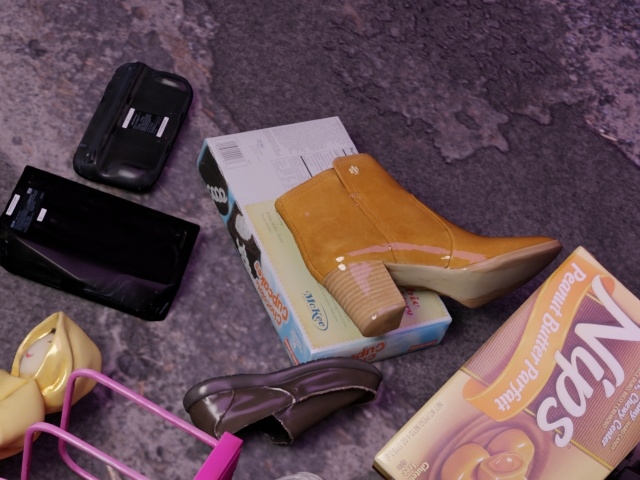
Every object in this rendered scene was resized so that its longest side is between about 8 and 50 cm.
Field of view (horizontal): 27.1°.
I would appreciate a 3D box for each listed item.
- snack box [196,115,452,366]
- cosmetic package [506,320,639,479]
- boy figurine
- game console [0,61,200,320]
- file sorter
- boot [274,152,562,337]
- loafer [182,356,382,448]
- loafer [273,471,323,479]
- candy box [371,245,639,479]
[{"bbox_3d":[0.000,0.000,1.570,0.187,0.060,0.322,-12,58,-26],"label":"snack box"},{"bbox_3d":[0.287,0.193,1.486,0.239,0.099,0.060,30,49,7],"label":"cosmetic package"},{"bbox_3d":[-0.330,0.169,1.261,0.285,0.177,0.092,-33,105,-23],"label":"boy figurine"},{"bbox_3d":[-0.230,-0.077,1.570,0.213,0.044,0.361,20,50,-4],"label":"game console"},{"bbox_3d":[-0.227,0.292,1.175,0.182,0.202,0.291,27,49,8],"label":"file sorter"},{"bbox_3d":[0.113,-0.020,1.517,0.295,0.104,0.211,-16,60,-26],"label":"boot"},{"bbox_3d":[-0.035,0.181,1.413,0.220,0.080,0.078,-8,65,-17],"label":"loafer"},{"bbox_3d":[0.014,0.368,1.258,0.111,0.112,0.319,-19,53,-24],"label":"loafer"},{"bbox_3d":[0.227,0.182,1.387,0.183,0.087,0.316,44,80,10],"label":"candy box"}]
